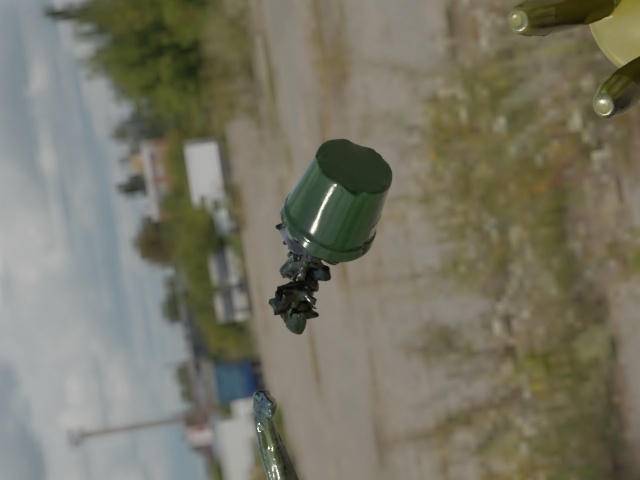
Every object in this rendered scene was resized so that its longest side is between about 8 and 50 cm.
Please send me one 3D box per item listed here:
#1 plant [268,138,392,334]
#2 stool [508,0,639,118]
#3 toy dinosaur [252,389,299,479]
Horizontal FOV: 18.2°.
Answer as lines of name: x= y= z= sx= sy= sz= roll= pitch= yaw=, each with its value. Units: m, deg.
plant: x=0.000 y=0.000 z=0.993 sx=0.051 sy=0.051 sz=0.102 roll=-102 pitch=30 yaw=-48
stool: x=0.206 y=-0.153 z=1.325 sx=0.110 sy=0.135 sz=0.134 roll=-18 pitch=-74 yaw=-56
toy dinosaur: x=0.003 y=0.251 z=1.382 sx=0.363 sy=0.076 sz=0.147 roll=80 pitch=168 yaw=-52
